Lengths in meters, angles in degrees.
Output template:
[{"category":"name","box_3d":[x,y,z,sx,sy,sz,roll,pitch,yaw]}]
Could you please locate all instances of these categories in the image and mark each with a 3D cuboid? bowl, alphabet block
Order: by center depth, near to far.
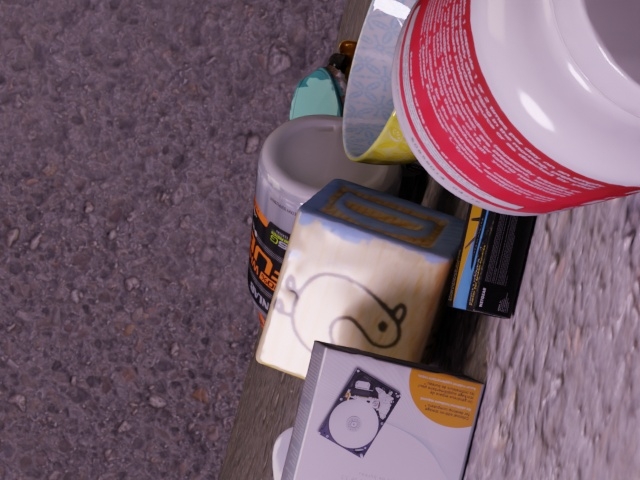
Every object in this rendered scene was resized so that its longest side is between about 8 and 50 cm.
[{"category":"alphabet block","box_3d":[0.055,0.060,1.693,0.193,0.192,0.197,-39,-34,-69]},{"category":"bowl","box_3d":[0.148,-0.215,1.726,0.289,0.156,0.289,-166,90,-75]}]

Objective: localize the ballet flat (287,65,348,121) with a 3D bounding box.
[{"category":"ballet flat","box_3d":[0.029,-0.061,2.216,0.147,0.147,0.408,134,135,-76]}]

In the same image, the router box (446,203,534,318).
[{"category":"router box","box_3d":[0.187,-0.008,1.527,0.133,0.046,0.178,177,106,-83]}]

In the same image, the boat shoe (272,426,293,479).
[{"category":"boat shoe","box_3d":[-0.021,0.431,2.112,0.102,0.108,0.301,43,-138,-62]}]

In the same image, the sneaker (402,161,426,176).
[{"category":"sneaker","box_3d":[0.169,-0.252,1.907,0.146,0.123,0.330,174,104,-72]}]

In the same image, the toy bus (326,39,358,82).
[{"category":"toy bus","box_3d":[0.076,-0.216,2.454,0.211,0.150,0.220,18,-92,-82]}]

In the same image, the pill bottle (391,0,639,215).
[{"category":"pill bottle","box_3d":[0.197,-0.143,1.009,0.408,0.229,0.229,160,124,-81]}]

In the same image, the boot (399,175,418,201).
[{"category":"boot","box_3d":[0.145,-0.199,2.166,0.280,0.096,0.264,-75,-5,-65]}]

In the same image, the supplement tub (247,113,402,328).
[{"category":"supplement tub","box_3d":[0.000,0.000,1.957,0.193,0.194,0.316,-84,1,-46]}]

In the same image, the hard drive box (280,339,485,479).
[{"category":"hard drive box","box_3d":[0.057,0.241,1.531,0.089,0.181,0.232,-167,90,-81]}]
